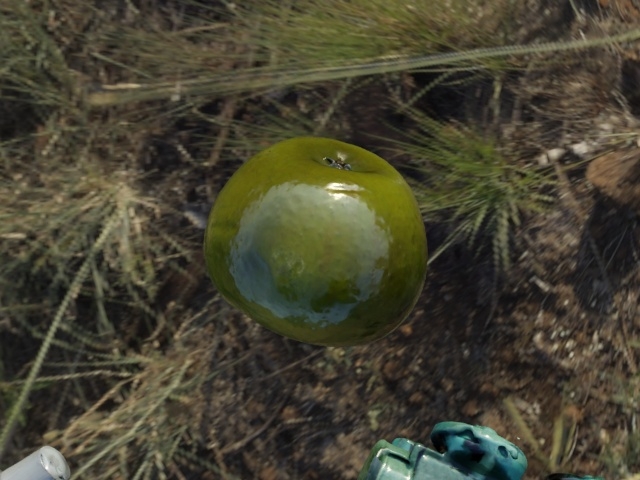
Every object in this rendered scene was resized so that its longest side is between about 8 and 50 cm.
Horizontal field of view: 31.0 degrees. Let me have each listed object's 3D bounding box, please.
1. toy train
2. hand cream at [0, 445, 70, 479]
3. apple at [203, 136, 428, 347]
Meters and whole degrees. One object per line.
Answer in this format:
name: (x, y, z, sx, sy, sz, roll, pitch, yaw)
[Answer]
toy train: (0.110, 0.196, 0.736, 0.198, 0.154, 0.107, 25, 62, 3)
hand cream: (-0.221, 0.173, 0.597, 0.216, 0.038, 0.052, -36, 80, 6)
apple: (0.000, 0.000, 0.979, 0.196, 0.196, 0.157, 20, 113, 14)
